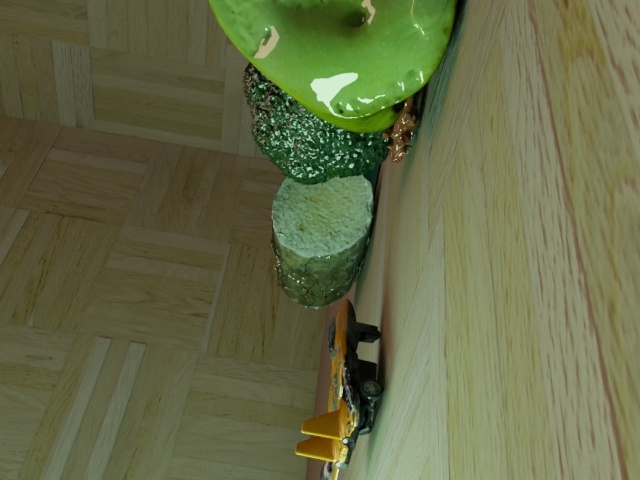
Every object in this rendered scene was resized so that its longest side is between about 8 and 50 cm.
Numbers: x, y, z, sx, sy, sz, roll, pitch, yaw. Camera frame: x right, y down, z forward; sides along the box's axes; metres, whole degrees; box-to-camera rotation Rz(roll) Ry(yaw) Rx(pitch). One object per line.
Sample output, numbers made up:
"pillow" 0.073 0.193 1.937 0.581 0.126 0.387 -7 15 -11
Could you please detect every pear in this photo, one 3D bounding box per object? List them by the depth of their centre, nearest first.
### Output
"pear" 0.048 -0.304 1.088 0.238 0.342 0.318 -50 -54 -66

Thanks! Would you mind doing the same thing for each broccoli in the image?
"broccoli" 0.015 -0.234 1.345 0.297 0.297 0.298 -65 -15 -80

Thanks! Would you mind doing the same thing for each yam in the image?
"yam" 0.000 0.000 1.869 0.348 0.240 0.241 95 -177 -59

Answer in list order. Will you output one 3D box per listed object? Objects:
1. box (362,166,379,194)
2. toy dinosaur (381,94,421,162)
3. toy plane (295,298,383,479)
"box" 0.119 -0.194 1.971 0.226 0.042 0.161 -86 7 -78
"toy dinosaur" 0.129 -0.186 1.223 0.055 0.049 0.154 -24 -46 -47
"toy plane" 0.047 0.203 1.223 0.316 0.102 0.204 -71 -5 -51
